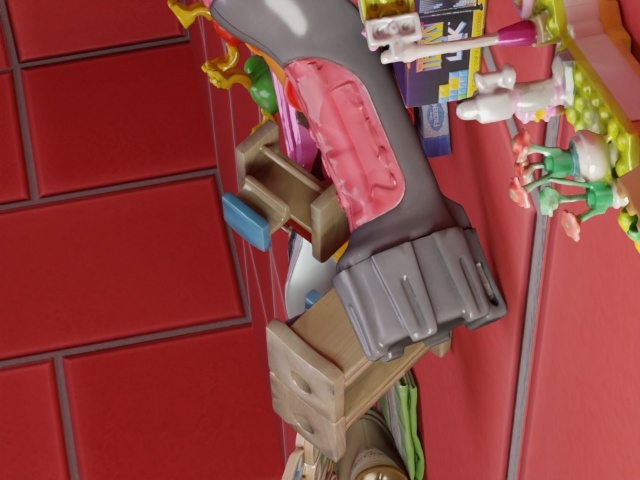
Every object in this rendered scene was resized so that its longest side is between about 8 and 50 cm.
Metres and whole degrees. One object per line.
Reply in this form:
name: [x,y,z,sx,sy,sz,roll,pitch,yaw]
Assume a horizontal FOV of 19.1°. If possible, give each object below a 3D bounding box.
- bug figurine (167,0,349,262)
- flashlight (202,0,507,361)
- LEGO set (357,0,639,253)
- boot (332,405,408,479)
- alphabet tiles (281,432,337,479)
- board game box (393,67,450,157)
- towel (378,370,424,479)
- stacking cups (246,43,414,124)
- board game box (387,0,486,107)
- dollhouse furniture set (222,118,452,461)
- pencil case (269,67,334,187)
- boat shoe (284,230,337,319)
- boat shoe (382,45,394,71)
bug figurine: [-0.019,-0.099,1.610,0.279,0.072,0.216,55,-175,-21]
flashlight: [0.005,-0.075,1.174,0.103,0.103,0.304,1,-114,-65]
LEGO set: [0.078,-0.087,0.776,0.132,0.107,0.287,93,166,-66]
boot: [0.057,0.271,1.769,0.165,0.077,0.213,-109,10,-68]
alphabet tiles: [0.006,0.174,1.818,0.284,0.021,0.278,88,-162,-55]
board game box: [0.066,-0.115,1.278,0.090,0.020,0.090,-111,13,-59]
towel: [0.068,0.130,1.703,0.152,0.023,0.113,-113,12,-57]
stacking cups: [-0.028,-0.179,1.337,0.316,0.096,0.096,57,163,30]
board game box: [0.054,-0.188,1.126,0.141,0.048,0.170,90,168,-56]
dollhouse furniture set: [-0.013,0.037,1.372,0.184,0.129,0.129,38,155,22]
pencil case: [0.003,-0.128,1.457,0.095,0.098,0.209,-23,77,53]
boat shoe: [0.000,0.000,1.883,0.083,0.065,0.183,-106,21,-78]
boat shoe: [0.039,-0.165,1.362,0.046,0.038,0.125,22,137,30]
